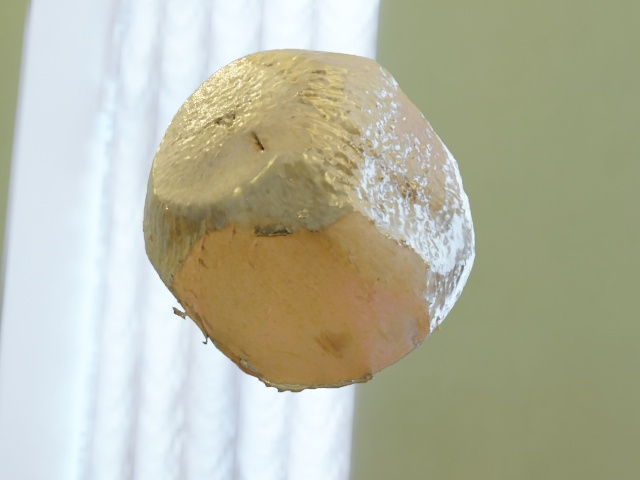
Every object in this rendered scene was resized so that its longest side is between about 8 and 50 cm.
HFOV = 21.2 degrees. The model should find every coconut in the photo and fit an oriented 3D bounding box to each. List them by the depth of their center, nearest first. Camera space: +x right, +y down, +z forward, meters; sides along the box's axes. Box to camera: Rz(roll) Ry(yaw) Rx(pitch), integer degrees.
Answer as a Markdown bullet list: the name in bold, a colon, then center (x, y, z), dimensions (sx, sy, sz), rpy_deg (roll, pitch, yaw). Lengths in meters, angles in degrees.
- **coconut**: center (0.000, 0.000, 0.593), dimensions (0.110, 0.110, 0.124), rpy_deg (-3, -40, 40)
